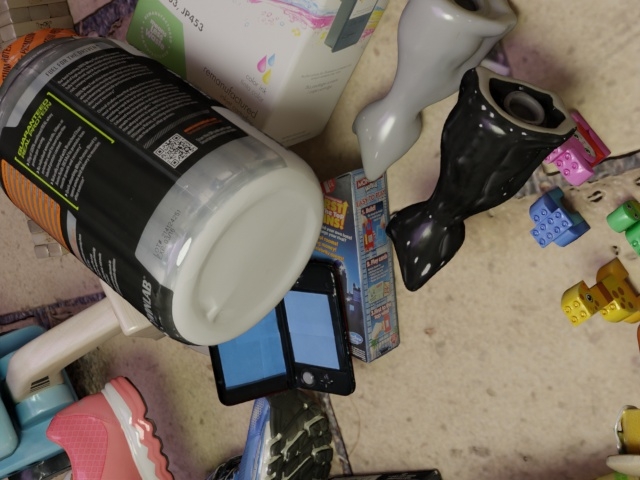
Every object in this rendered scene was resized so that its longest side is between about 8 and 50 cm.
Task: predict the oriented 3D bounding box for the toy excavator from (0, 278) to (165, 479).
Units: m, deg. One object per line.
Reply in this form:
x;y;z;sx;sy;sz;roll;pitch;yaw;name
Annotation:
-0.398;0.198;1.311;0.222;0.433;0.445;64;160;9;toy excavator

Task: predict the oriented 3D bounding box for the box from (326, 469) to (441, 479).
0.069;0.400;1.065;0.165;0.143;0.270;-15;95;42;box

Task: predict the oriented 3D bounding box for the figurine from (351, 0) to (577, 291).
0.098;-0.095;0.873;0.209;0.092;0.215;-57;38;42;figurine

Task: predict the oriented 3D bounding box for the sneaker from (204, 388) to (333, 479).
-0.087;0.301;1.176;0.147;0.130;0.330;28;122;27;sneaker

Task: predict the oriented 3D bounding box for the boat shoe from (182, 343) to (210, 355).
-0.176;-0.036;1.122;0.340;0.158;0.127;47;139;5;boat shoe

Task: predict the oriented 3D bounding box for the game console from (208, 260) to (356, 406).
-0.043;0.098;1.013;0.124;0.085;0.144;4;110;41;game console

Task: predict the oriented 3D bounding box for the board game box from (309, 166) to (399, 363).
0.000;0.000;1.041;0.194;0.060;0.194;23;118;33;board game box

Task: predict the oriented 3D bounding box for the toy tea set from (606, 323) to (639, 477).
0.296;0.099;0.675;0.200;0.336;0.124;2;75;5;toy tea set

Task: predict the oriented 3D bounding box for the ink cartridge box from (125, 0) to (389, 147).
-0.034;-0.279;0.930;0.207;0.119;0.353;44;129;20;ink cartridge box

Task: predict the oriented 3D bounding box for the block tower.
-0.343;-0.153;1.259;0.091;0.097;0.335;-6;103;41;block tower

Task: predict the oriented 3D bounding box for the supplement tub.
-0.167;-0.062;0.921;0.316;0.193;0.193;36;125;27;supplement tub

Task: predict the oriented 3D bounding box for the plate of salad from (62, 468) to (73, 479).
-0.331;0.432;1.482;0.200;0.048;0.200;14;113;36;plate of salad

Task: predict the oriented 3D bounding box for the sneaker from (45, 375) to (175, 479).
-0.233;0.329;1.202;0.116;0.136;0.314;133;115;-73;sneaker

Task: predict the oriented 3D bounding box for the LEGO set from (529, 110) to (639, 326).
0.232;0.015;0.826;0.227;0.093;0.087;55;131;11;LEGO set

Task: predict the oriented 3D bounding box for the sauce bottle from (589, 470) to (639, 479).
0.174;0.290;0.875;0.344;0.111;0.111;-24;89;16;sauce bottle
